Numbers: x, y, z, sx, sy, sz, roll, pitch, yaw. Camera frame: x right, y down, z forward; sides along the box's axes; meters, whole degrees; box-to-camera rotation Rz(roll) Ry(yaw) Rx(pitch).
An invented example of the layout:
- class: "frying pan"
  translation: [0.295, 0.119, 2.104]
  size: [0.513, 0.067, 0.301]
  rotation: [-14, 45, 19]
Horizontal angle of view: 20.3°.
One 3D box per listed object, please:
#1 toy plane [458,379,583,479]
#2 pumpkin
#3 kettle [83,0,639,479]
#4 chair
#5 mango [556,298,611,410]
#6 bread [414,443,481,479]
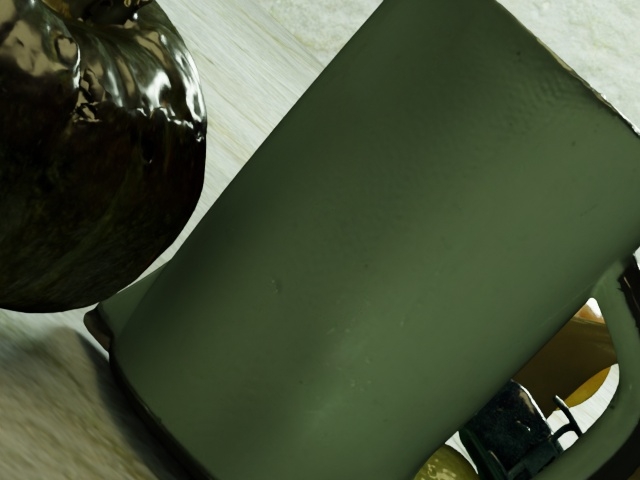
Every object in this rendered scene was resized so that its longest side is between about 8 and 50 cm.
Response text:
- class: "toy plane"
  translation: [0.134, 0.163, 1.104]
  size: [0.235, 0.060, 0.096]
  rotation: [59, -22, -17]
- class: "pumpkin"
  translation: [-0.151, -0.077, 0.753]
  size: [0.238, 0.159, 0.238]
  rotation: [47, 9, -10]
- class: "kettle"
  translation: [0.048, 0.030, 0.822]
  size: [0.240, 0.255, 0.165]
  rotation: [44, 6, 14]
- class: "chair"
  translation: [0.222, 0.171, 1.288]
  size: [0.247, 0.159, 0.172]
  rotation: [41, 6, -25]
- class: "mango"
  translation: [0.179, 0.066, 1.674]
  size: [0.175, 0.139, 0.254]
  rotation: [53, -3, -21]
- class: "bread"
  translation: [0.049, 0.123, 1.046]
  size: [0.149, 0.065, 0.188]
  rotation: [54, 10, 27]
